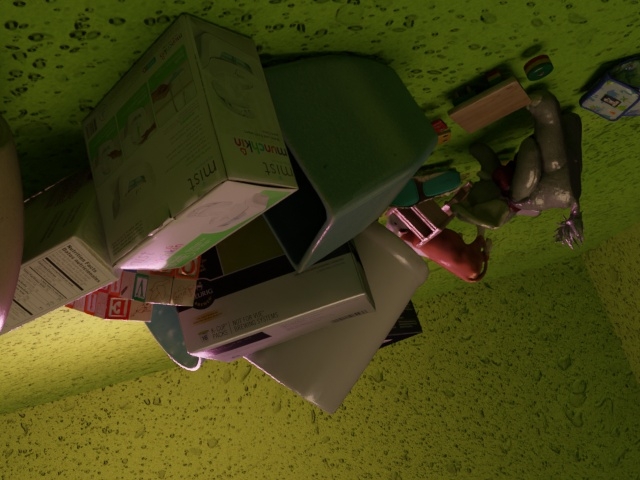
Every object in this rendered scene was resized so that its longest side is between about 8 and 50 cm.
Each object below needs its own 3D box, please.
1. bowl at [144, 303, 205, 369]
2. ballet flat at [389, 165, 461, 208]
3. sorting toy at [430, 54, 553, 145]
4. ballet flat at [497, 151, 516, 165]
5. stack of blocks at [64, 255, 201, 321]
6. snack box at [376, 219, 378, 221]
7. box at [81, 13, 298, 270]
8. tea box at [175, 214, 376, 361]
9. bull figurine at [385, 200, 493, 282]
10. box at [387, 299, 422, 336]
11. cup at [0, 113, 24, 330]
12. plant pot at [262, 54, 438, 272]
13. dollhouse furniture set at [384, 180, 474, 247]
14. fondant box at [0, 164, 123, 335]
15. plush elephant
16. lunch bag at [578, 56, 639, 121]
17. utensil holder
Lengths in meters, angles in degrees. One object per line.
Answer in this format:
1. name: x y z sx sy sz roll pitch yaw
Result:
1. bowl: -0.304 0.126 1.475 0.163 0.311 0.311 -30 172 -32
2. ballet flat: 0.222 -0.124 1.520 0.241 0.091 0.077 -9 -176 -17
3. sorting toy: 0.306 -0.262 1.204 0.275 0.046 0.132 -26 162 25
4. ballet flat: 0.473 -0.169 1.669 0.077 0.077 0.231 1 164 10
5. stack of blocks: -0.326 0.050 1.090 0.087 0.171 0.297 10 175 -43
6. snack box: 0.101 -0.068 1.530 0.037 0.100 0.141 -16 164 -5
7. box: -0.185 -0.115 0.842 0.262 0.231 0.127 -31 159 36
8. tea box: -0.104 0.024 1.214 0.329 0.323 0.220 -19 164 6
9. bull figurine: 0.330 -0.009 1.755 0.188 0.310 0.101 -49 167 -23
10. box: 0.125 0.172 1.972 0.179 0.312 0.343 -26 161 28
11. cup: -0.466 -0.051 0.694 0.331 0.331 0.237 6 126 -55
12. plant pot: 0.031 -0.139 1.001 0.252 0.247 0.247 -26 168 -22
13. dollhouse furniture set: 0.289 -0.098 1.659 0.184 0.129 0.129 -43 178 -30
14. fondant box: -0.431 0.013 0.993 0.330 0.238 0.096 -23 124 20
15. plush elephant: 0.434 -0.137 1.413 0.255 0.329 0.272 -6 180 34
16. lunch bag: 0.632 -0.313 1.315 0.151 0.096 0.129 -2 165 -5
17. utensil holder: 0.006 0.144 1.443 0.385 0.328 0.327 -55 167 -10
